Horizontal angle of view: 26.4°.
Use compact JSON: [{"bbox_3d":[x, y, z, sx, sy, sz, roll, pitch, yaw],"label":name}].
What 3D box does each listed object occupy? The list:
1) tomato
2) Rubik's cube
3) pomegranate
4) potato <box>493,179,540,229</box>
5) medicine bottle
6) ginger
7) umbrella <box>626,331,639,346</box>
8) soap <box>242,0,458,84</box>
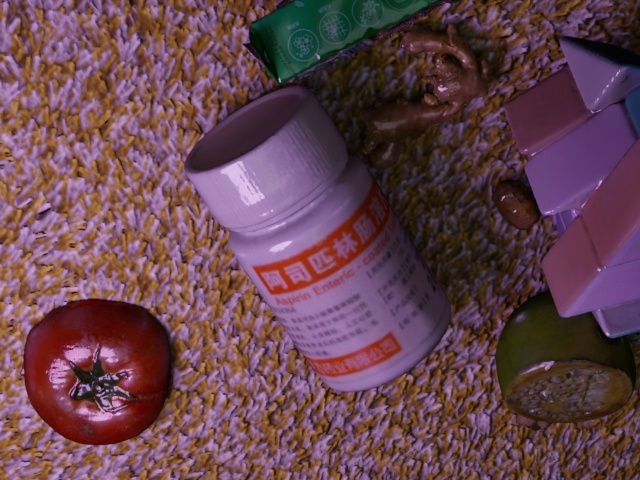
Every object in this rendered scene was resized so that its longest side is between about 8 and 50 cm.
[{"bbox_3d":[-0.312,0.192,1.905,0.225,0.085,0.225,-1,112,-2],"label":"tomato"},{"bbox_3d":[0.444,-0.080,1.705,0.387,0.358,0.368,-16,146,1],"label":"Rubik's cube"},{"bbox_3d":[0.344,0.167,1.925,0.190,0.159,0.241,-10,140,11],"label":"pomegranate"},{"bbox_3d":[0.270,-0.050,1.877,0.051,0.040,0.083,-20,122,29],"label":"potato"},{"bbox_3d":[0.000,0.000,1.780,0.211,0.211,0.371,-30,113,8],"label":"medicine bottle"},{"bbox_3d":[0.138,-0.187,1.798,0.176,0.052,0.193,-3,113,2],"label":"ginger"},{"bbox_3d":[0.429,0.089,1.942,0.062,0.067,0.143,-40,109,-33],"label":"umbrella"},{"bbox_3d":[0.050,-0.284,1.671,0.273,0.218,0.098,-27,97,11],"label":"soap"}]
